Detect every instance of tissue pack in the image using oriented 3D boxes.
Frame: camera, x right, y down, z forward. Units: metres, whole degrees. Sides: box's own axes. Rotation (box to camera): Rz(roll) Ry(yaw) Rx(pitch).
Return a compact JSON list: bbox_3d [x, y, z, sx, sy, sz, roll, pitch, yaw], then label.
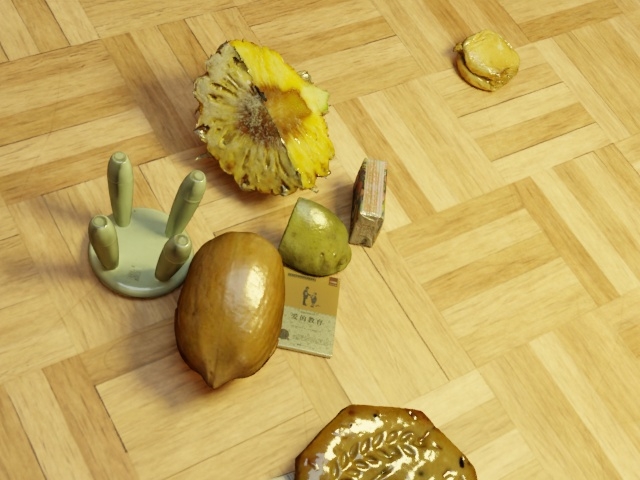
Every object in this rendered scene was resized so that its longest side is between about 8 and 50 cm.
[{"bbox_3d":[0.097,-0.076,1.915,0.060,0.108,0.148,11,55,-6],"label":"tissue pack"}]

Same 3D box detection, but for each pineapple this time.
[{"bbox_3d":[-0.114,-0.235,1.952,0.344,0.209,0.286,62,29,-3],"label":"pineapple"}]

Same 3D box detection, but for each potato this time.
[{"bbox_3d":[0.000,0.000,1.823,0.149,0.120,0.081,16,43,-5],"label":"potato"}]

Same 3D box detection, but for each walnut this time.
[{"bbox_3d":[-0.161,0.121,1.664,0.203,0.203,0.298,18,58,-4],"label":"walnut"}]

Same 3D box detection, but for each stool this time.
[{"bbox_3d":[-0.318,-0.022,1.709,0.195,0.199,0.195,12,57,-6],"label":"stool"}]

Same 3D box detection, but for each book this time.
[{"bbox_3d":[-0.026,0.135,1.802,0.118,0.012,0.172,13,56,-9],"label":"book"}]

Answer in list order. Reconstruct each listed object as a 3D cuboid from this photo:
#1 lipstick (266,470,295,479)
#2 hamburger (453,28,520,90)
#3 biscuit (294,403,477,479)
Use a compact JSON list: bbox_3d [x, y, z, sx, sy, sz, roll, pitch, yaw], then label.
[{"bbox_3d":[-0.041,0.409,1.605,0.141,0.040,0.040,-14,63,-23],"label":"lipstick"},{"bbox_3d":[0.390,-0.424,2.239,0.138,0.083,0.147,-32,73,-34],"label":"hamburger"},{"bbox_3d":[0.118,0.443,1.600,0.359,0.046,0.359,10,61,-18],"label":"biscuit"}]
